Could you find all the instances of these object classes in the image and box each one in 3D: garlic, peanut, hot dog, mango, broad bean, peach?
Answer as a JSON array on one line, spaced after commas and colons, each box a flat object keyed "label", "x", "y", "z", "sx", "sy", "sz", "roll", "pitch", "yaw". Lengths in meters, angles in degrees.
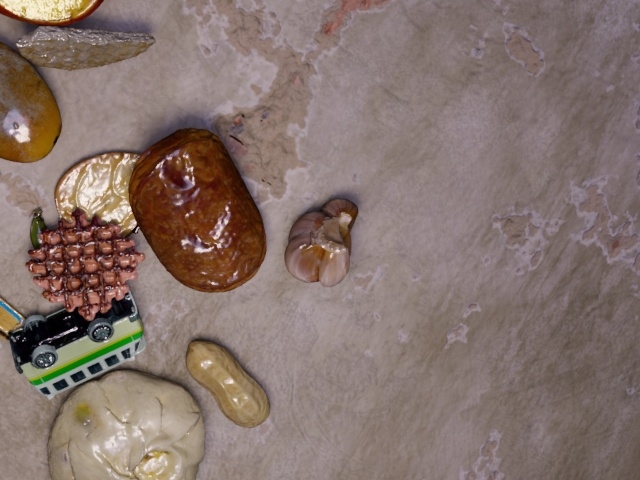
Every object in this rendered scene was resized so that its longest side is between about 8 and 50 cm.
[{"label": "garlic", "x": 0.000, "y": 0.000, "z": 1.902, "sx": 0.160, "sy": 0.191, "sz": 0.214, "roll": 11, "pitch": 52, "yaw": -5}, {"label": "peanut", "x": -0.223, "y": 0.345, "z": 1.896, "sx": 0.111, "sy": 0.125, "sz": 0.274, "roll": -38, "pitch": 107, "yaw": 11}, {"label": "hot dog", "x": -0.267, "y": -0.064, "z": 1.791, "sx": 0.267, "sy": 0.174, "sz": 0.387, "roll": -34, "pitch": 118, "yaw": -18}, {"label": "mango", "x": -0.674, "y": -0.303, "z": 1.667, "sx": 0.193, "sy": 0.146, "sz": 0.316, "roll": -39, "pitch": 92, "yaw": -10}, {"label": "broad bean", "x": -0.588, "y": 0.053, "z": 1.786, "sx": 0.065, "sy": 0.046, "sz": 0.254, "roll": -34, "pitch": 105, "yaw": -23}, {"label": "peach", "x": -0.554, "y": -0.569, "z": 1.611, "sx": 0.274, "sy": 0.248, "sz": 0.245, "roll": 12, "pitch": 50, "yaw": -12}]

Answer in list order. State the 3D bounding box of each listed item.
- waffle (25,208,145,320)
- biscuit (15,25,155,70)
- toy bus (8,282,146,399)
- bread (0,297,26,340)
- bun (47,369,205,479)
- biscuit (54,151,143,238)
[{"label": "waffle", "x": -0.512, "y": 0.048, "z": 1.726, "sx": 0.234, "sy": 0.055, "sz": 0.221, "roll": 33, "pitch": 68, "yaw": 4}, {"label": "biscuit", "x": -0.509, "y": -0.405, "z": 1.700, "sx": 0.289, "sy": 0.141, "sz": 0.038, "roll": -8, "pitch": 76, "yaw": -35}, {"label": "toy bus", "x": -0.525, "y": 0.224, "z": 1.770, "sx": 0.276, "sy": 0.134, "sz": 0.165, "roll": -24, "pitch": 132, "yaw": -12}, {"label": "bread", "x": -0.712, "y": 0.168, "z": 1.763, "sx": 0.106, "sy": 0.053, "sz": 0.072, "roll": 47, "pitch": 60, "yaw": -20}, {"label": "bun", "x": -0.435, "y": 0.478, "z": 1.802, "sx": 0.365, "sy": 0.219, "sz": 0.365, "roll": -1, "pitch": 94, "yaw": -15}, {"label": "biscuit", "x": -0.473, "y": -0.101, "z": 1.806, "sx": 0.260, "sy": 0.041, "sz": 0.203, "roll": -37, "pitch": 103, "yaw": -10}]
